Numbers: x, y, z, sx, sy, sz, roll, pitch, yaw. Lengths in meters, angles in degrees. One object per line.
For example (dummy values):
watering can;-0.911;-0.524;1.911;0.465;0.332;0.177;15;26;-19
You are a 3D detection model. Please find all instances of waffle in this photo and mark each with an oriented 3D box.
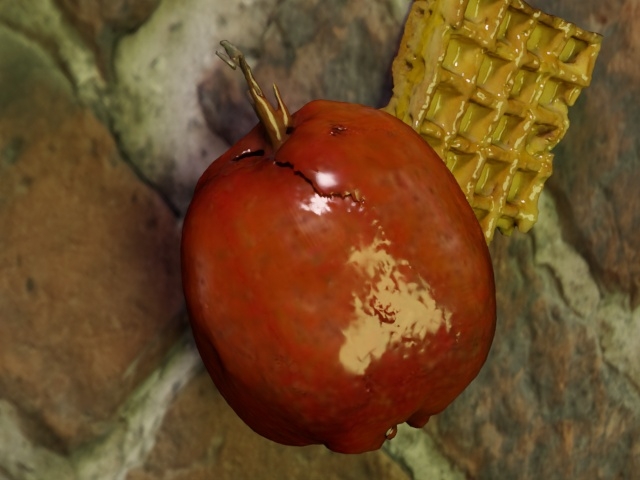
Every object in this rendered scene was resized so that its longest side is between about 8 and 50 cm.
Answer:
waffle;0.113;-0.078;1.246;0.160;0.055;0.211;14;97;-39

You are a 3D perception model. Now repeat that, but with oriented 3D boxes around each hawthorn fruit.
hawthorn fruit;0.000;0.000;1.101;0.211;0.211;0.299;-32;109;-25
